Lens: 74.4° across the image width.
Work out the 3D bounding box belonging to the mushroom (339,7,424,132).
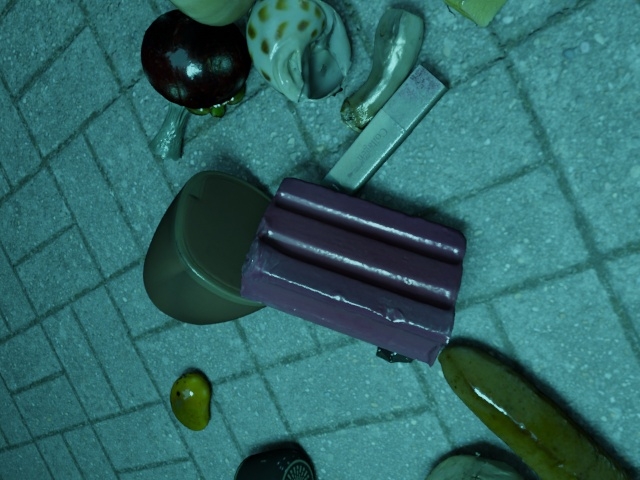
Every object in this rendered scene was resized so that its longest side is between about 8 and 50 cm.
[{"bbox_3d":[0.112,-0.304,0.779,0.092,0.081,0.223,26,115,-1],"label":"mushroom"}]

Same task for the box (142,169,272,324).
[{"bbox_3d":[-0.224,0.029,0.899,0.216,0.301,0.300,-32,88,37],"label":"box"}]

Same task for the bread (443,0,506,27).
[{"bbox_3d":[0.253,-0.426,0.719,0.084,0.080,0.109,-53,44,25],"label":"bread"}]

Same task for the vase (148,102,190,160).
[{"bbox_3d":[-0.343,-0.271,0.989,0.081,0.081,0.148,37,117,12],"label":"vase"}]

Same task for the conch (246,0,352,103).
[{"bbox_3d":[-0.049,-0.384,0.797,0.149,0.183,0.274,-173,84,-65],"label":"conch"}]

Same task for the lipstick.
[{"bbox_3d":[0.108,-0.185,0.815,0.066,0.068,0.317,46,116,8],"label":"lipstick"}]

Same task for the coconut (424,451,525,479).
[{"bbox_3d":[0.325,0.566,0.813,0.245,0.245,0.247,-43,84,27],"label":"coconut"}]

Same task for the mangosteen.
[{"bbox_3d":[-0.256,-0.358,0.867,0.216,0.216,0.216,6,105,23],"label":"mangosteen"}]

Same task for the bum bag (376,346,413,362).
[{"bbox_3d":[0.165,0.178,0.890,0.087,0.049,0.197,14,109,26],"label":"bum bag"}]

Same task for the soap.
[{"bbox_3d":[0.060,0.044,0.756,0.360,0.232,0.128,19,142,7],"label":"soap"}]

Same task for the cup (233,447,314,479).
[{"bbox_3d":[-0.105,0.638,1.076,0.177,0.169,0.223,-20,124,31],"label":"cup"}]

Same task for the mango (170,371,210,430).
[{"bbox_3d":[-0.363,0.451,1.179,0.115,0.090,0.177,13,116,13],"label":"mango"}]

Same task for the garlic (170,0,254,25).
[{"bbox_3d":[-0.199,-0.463,0.720,0.245,0.146,0.164,34,113,35],"label":"garlic"}]

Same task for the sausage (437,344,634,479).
[{"bbox_3d":[0.427,0.380,0.781,0.501,0.123,0.136,46,145,8],"label":"sausage"}]
